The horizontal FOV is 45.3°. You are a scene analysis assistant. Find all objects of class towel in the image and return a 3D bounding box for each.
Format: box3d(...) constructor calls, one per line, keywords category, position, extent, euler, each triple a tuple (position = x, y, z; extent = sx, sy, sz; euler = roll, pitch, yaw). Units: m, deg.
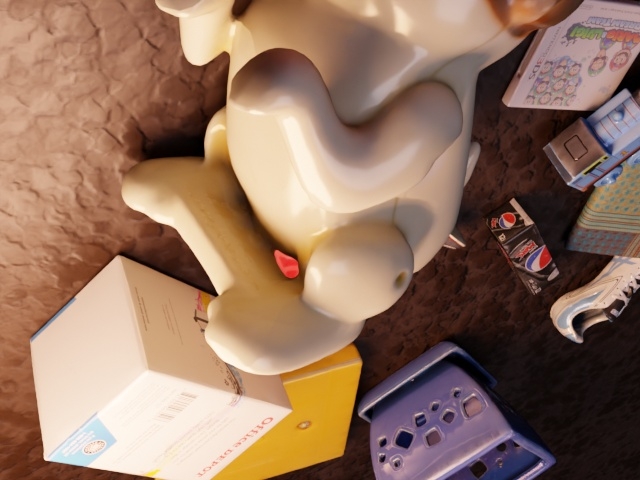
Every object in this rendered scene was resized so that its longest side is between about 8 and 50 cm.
box3d(category="towel", position=(0.539, -0.109, 1.080), extent=(0.271, 0.040, 0.370), euler=(7, 134, -11))

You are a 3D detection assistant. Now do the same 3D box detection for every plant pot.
box3d(category="plant pot", position=(0.210, 0.315, 1.265), extent=(0.236, 0.212, 0.236), euler=(-36, 140, 12))

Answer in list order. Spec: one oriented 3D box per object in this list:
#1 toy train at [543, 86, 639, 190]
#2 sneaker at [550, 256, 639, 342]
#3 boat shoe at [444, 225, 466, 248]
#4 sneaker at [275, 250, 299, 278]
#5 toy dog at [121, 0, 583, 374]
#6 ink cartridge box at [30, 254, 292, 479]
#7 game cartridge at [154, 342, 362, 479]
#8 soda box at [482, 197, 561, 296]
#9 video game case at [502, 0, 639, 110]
box3d(category="toy train", position=(0.374, -0.134, 0.954), extent=(0.184, 0.080, 0.105), euler=(-41, 152, 29))
box3d(category="sneaker", position=(0.492, 0.080, 1.270), extent=(0.237, 0.086, 0.085), euler=(-44, 136, 17))
box3d(category="boat shoe", position=(0.138, -0.017, 0.996), extent=(0.137, 0.049, 0.043), euler=(25, 121, -41))
box3d(category="sneaker", position=(0.000, 0.000, 0.908), extent=(0.221, 0.087, 0.128), euler=(-41, 140, 14))
box3d(category="toy dog", position=(0.055, -0.130, 0.651), extent=(0.395, 0.284, 0.408), euler=(0, 131, -30))
box3d(category="ink cartridge box", position=(-0.187, 0.162, 0.911), extent=(0.171, 0.168, 0.232), euler=(-41, 139, 17))
box3d(category="game cartridge", position=(-0.105, 0.290, 1.196), extent=(0.323, 0.053, 0.285), euler=(-10, 138, -16))
box3d(category="soda box", position=(0.292, 0.013, 1.104), extent=(0.053, 0.060, 0.169), euler=(-35, 140, 8))
box3d(category="video game case", position=(0.306, -0.216, 0.897), extent=(0.157, 0.019, 0.143), euler=(-3, 135, -27))
